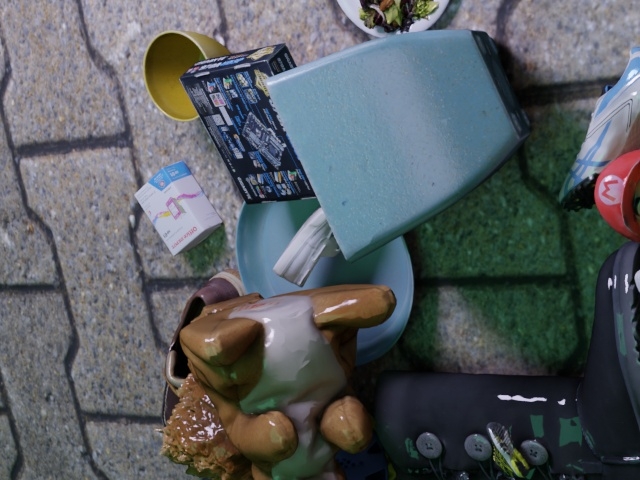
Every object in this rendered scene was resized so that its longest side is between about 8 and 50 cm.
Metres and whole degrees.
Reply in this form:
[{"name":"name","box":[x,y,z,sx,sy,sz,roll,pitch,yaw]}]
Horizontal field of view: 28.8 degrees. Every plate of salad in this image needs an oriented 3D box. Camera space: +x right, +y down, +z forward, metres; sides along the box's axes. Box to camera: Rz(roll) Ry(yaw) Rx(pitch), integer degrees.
[{"name":"plate of salad","box":[0.086,-0.362,1.640,0.200,0.048,0.199,13,114,32]}]

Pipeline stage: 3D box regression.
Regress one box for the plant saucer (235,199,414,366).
[{"name":"plant saucer","box":[0.011,0.033,1.844,0.318,0.044,0.317,14,115,33]}]

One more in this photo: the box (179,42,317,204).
[{"name":"box","box":[-0.077,-0.156,1.730,0.175,0.051,0.220,-4,122,42]}]

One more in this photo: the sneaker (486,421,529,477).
[{"name":"sneaker","box":[0.234,0.273,1.607,0.035,0.031,0.083,-30,93,43]}]

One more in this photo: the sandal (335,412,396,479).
[{"name":"sandal","box":[0.042,0.397,1.896,0.126,0.138,0.317,-5,102,40]}]

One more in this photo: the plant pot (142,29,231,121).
[{"name":"plant pot","box":[-0.182,-0.252,1.847,0.134,0.095,0.134,14,115,32]}]

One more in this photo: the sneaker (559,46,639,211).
[{"name":"sneaker","box":[0.358,-0.130,1.514,0.237,0.085,0.086,-63,38,39]}]

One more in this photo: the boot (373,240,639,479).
[{"name":"boot","box":[0.268,0.192,1.662,0.445,0.146,0.367,-5,102,42]}]

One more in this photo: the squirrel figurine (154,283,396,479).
[{"name":"squirrel figurine","box":[-0.063,0.269,1.782,0.397,0.281,0.370,0,104,61]}]

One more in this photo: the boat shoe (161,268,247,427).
[{"name":"boat shoe","box":[-0.208,0.202,2.014,0.123,0.123,0.342,38,125,20]}]

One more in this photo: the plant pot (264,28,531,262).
[{"name":"plant pot","box":[0.121,-0.147,1.577,0.252,0.247,0.247,-24,91,17]}]

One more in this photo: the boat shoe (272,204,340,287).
[{"name":"boat shoe","box":[0.000,0.000,1.777,0.063,0.066,0.184,36,120,-5]}]

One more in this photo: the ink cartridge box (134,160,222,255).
[{"name":"ink cartridge box","box":[-0.226,-0.050,1.982,0.088,0.052,0.122,-38,84,39]}]

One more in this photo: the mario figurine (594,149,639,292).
[{"name":"mario figurine","box":[0.461,-0.029,1.393,0.321,0.198,0.170,14,139,25]}]
